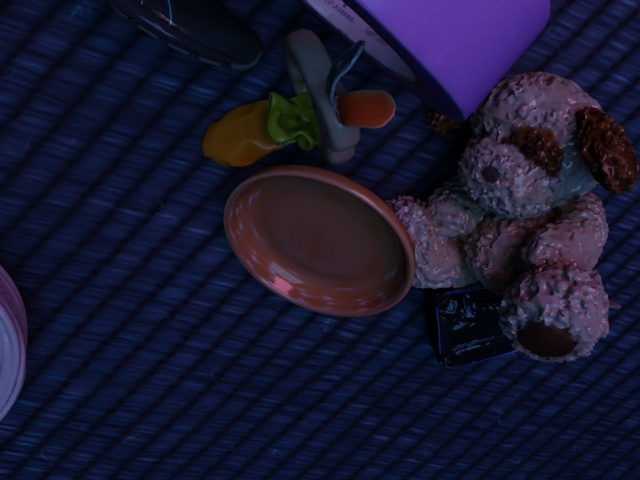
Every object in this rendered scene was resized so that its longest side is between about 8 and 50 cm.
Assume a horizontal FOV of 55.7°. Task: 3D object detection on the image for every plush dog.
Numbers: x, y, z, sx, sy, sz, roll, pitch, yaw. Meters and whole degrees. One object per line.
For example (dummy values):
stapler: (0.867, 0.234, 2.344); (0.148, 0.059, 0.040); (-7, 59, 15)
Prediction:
plush dog: (0.203, -0.048, 0.588); (0.211, 0.262, 0.225); (-20, 125, -32)

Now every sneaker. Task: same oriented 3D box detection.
sneaker: (-0.153, -0.237, 0.493); (0.267, 0.101, 0.106); (30, 102, -21)

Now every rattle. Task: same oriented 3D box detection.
rattle: (-0.033, -0.107, 0.514); (0.143, 0.199, 0.130); (-5, 113, -9)

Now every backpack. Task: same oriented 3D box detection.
backpack: (0.180, 0.081, 0.699); (0.114, 0.084, 0.105); (-10, 114, -2)

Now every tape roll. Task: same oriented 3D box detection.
tape roll: (0.028, -0.208, 0.443); (0.275, 0.275, 0.090); (35, 101, -22)

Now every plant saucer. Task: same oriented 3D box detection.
plant saucer: (0.000, 0.000, 0.608); (0.200, 0.037, 0.200); (15, 139, 13)

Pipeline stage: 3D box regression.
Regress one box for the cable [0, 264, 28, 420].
cable: (-0.421, 0.103, 0.590); (0.257, 0.089, 0.257); (3, 111, -13)
